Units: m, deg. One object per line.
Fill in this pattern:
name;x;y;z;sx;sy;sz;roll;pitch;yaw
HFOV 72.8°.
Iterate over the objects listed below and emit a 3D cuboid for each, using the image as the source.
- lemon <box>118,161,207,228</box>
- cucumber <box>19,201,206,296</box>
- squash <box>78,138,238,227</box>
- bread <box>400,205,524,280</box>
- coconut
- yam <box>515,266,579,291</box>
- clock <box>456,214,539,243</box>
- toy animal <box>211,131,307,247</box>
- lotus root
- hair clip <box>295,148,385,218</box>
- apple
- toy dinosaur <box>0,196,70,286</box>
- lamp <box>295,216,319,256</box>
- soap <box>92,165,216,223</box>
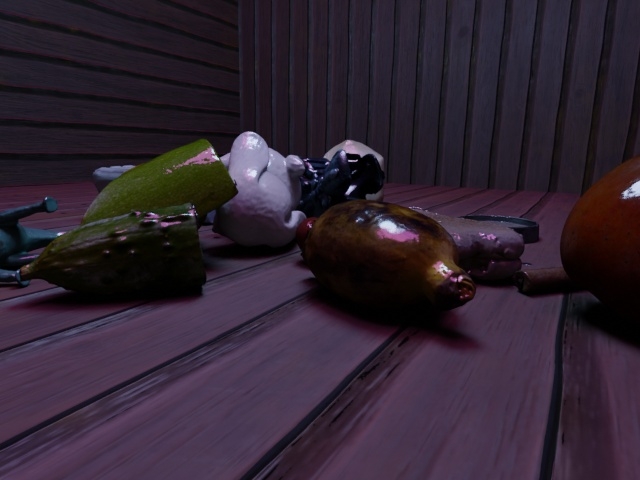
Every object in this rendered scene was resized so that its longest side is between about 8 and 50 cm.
lemon;-0.336;-0.075;0.913;0.244;0.187;0.187;-36;31;-32
cucumber;-0.290;0.023;0.625;0.244;0.134;0.134;-10;15;-23
squash;-0.306;-0.078;0.775;0.288;0.111;0.203;-31;30;-11
bread;0.176;0.009;0.779;0.337;0.102;0.183;11;19;32
coconut;0.102;-0.214;1.472;0.244;0.247;0.245;0;12;0
yam;0.464;0.055;0.713;0.326;0.045;0.045;-4;44;-17
clock;0.456;-0.033;1.137;0.214;0.042;0.215;1;12;0
toy animal;-0.134;-0.092;0.952;0.206;0.272;0.265;-22;20;16
lotus root;0.086;0.017;0.610;0.169;0.141;0.314;-12;18;-35
hair clip;0.031;-0.124;1.149;0.194;0.206;0.310;1;6;-29
apple;0.428;0.002;0.542;0.234;0.234;0.234;1;12;0
toy dinosaur;-0.611;0.016;0.713;0.330;0.129;0.383;-7;10;6
lamp;0.000;0.000;0.820;0.101;0.090;0.101;35;-7;5
soap;-0.406;-0.145;1.316;0.446;0.156;0.261;2;11;6
